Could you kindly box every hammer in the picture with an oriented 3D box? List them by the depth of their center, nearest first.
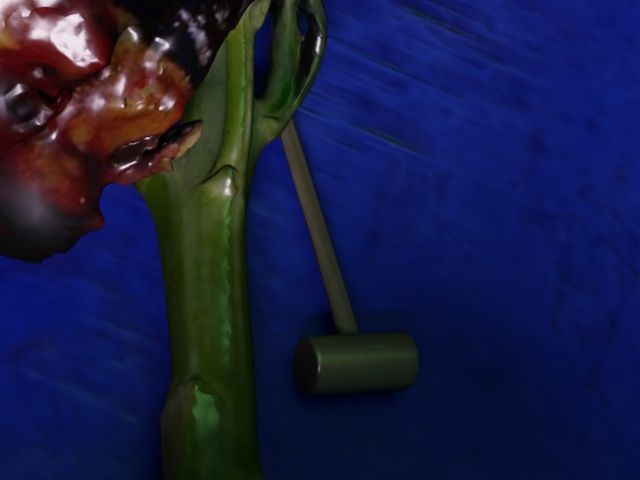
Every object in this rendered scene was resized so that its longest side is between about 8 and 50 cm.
[{"bbox_3d":[0.000,0.000,0.589,0.036,0.019,0.110,-1,59,-25],"label":"hammer"}]

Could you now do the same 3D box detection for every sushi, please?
[{"bbox_3d":[-0.100,-0.076,0.499,0.172,0.153,0.150,26,79,35],"label":"sushi"}]

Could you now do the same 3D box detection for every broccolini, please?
[{"bbox_3d":[-0.021,0.001,0.535,0.079,0.074,0.392,-12,57,8],"label":"broccolini"}]
